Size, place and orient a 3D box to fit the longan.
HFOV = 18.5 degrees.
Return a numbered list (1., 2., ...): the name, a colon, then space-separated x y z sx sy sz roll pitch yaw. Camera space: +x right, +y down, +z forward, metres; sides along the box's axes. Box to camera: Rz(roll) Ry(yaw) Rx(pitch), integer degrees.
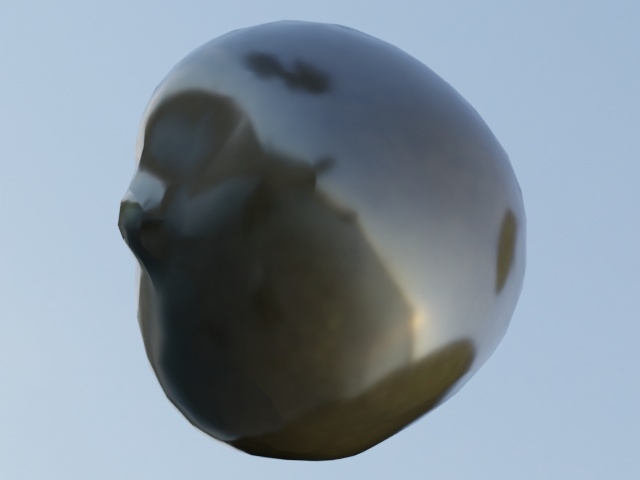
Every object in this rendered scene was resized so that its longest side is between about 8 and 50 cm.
1. longan: 0.000 0.000 0.789 0.189 0.189 0.189 31 -33 24
